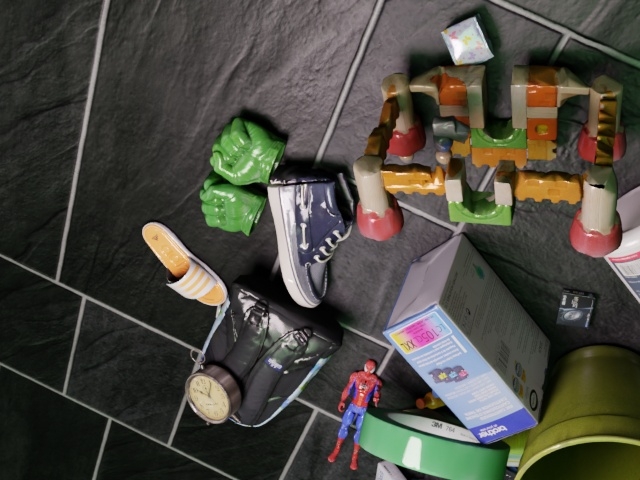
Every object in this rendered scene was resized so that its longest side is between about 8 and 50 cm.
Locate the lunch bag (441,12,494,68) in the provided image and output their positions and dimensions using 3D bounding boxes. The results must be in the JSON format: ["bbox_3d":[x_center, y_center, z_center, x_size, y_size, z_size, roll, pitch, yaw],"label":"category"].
[{"bbox_3d":[0.268,-0.358,1.473,0.071,0.053,0.083,-21,102,27],"label":"lunch bag"}]

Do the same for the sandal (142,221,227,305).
[{"bbox_3d":[-0.342,0.074,1.952,0.102,0.076,0.265,-35,105,34],"label":"sandal"}]

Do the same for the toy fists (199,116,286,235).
[{"bbox_3d":[-0.181,-0.134,1.752,0.142,0.096,0.279,25,127,4],"label":"toy fists"}]

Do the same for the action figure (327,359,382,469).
[{"bbox_3d":[0.084,0.427,1.957,0.092,0.139,0.280,16,101,8],"label":"action figure"}]

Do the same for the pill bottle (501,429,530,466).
[{"bbox_3d":[0.453,0.478,1.907,0.184,0.103,0.103,-2,120,21],"label":"pill bottle"}]

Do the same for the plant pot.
[{"bbox_3d":[0.584,0.408,1.656,0.367,0.353,0.366,8,124,11],"label":"plant pot"}]

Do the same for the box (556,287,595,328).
[{"bbox_3d":[0.539,0.144,1.715,0.067,0.018,0.083,10,124,13],"label":"box"}]

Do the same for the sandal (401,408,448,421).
[{"bbox_3d":[0.227,0.466,2.014,0.240,0.088,0.079,-1,155,30],"label":"sandal"}]

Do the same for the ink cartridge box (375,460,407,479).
[{"bbox_3d":[0.210,0.719,2.094,0.224,0.045,0.223,44,138,47],"label":"ink cartridge box"}]

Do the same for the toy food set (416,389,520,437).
[{"bbox_3d":[0.335,0.371,1.833,0.232,0.105,0.111,23,111,44],"label":"toy food set"}]

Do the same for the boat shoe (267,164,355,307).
[{"bbox_3d":[0.000,0.000,1.748,0.158,0.127,0.340,2,121,27],"label":"boat shoe"}]

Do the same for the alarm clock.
[{"bbox_3d":[-0.246,0.328,1.835,0.129,0.064,0.192,-10,108,36],"label":"alarm clock"}]

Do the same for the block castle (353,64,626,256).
[{"bbox_3d":[0.302,-0.133,1.442,0.454,0.302,0.212,4,142,18],"label":"block castle"}]

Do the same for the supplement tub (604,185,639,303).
[{"bbox_3d":[0.654,0.040,1.501,0.191,0.191,0.272,-33,106,33],"label":"supplement tub"}]

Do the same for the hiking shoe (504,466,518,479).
[{"bbox_3d":[0.492,0.594,1.962,0.304,0.132,0.113,-5,79,43],"label":"hiking shoe"}]

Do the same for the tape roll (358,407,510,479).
[{"bbox_3d":[0.245,0.442,1.769,0.322,0.321,0.077,13,87,12],"label":"tape roll"}]

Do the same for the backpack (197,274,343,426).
[{"bbox_3d":[-0.142,0.275,1.924,0.290,0.273,0.355,29,106,0],"label":"backpack"}]

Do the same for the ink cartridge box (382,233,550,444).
[{"bbox_3d":[0.333,0.224,1.685,0.151,0.270,0.395,-33,105,35],"label":"ink cartridge box"}]

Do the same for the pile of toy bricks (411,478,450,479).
[{"bbox_3d":[0.315,0.684,2.086,0.212,0.105,0.118,1,121,19],"label":"pile of toy bricks"}]
